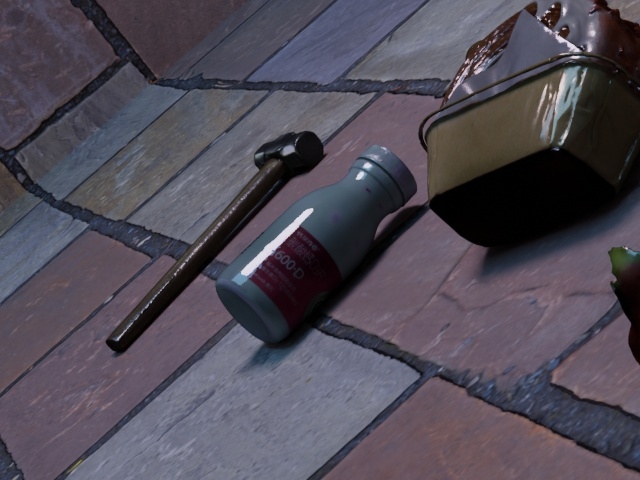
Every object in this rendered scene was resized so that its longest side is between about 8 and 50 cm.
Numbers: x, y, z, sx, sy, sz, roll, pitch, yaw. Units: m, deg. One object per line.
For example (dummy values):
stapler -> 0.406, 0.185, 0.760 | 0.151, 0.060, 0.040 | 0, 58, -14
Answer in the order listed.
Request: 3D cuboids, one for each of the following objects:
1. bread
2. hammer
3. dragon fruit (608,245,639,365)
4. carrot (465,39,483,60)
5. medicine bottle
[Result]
bread -> 0.196, -0.106, 1.579 | 0.224, 0.142, 0.212 | -23, 36, 45
hammer -> -0.133, 0.001, 2.233 | 0.365, 0.043, 0.111 | -49, 19, -26
dragon fruit -> 0.237, 0.062, 1.000 | 0.137, 0.135, 0.236 | -28, 35, 18
carrot -> 0.177, -0.164, 1.961 | 0.047, 0.047, 0.191 | -34, 21, 19
medicine bottle -> 0.000, 0.000, 1.802 | 0.217, 0.090, 0.090 | -44, 15, -19
